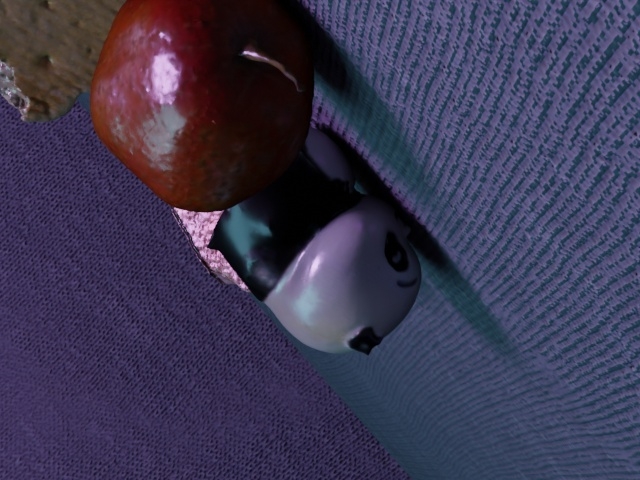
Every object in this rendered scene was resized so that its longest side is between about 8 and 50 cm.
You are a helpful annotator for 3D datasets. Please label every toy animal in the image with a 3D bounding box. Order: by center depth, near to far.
[{"bbox_3d":[0.000,0.000,1.414,0.179,0.138,0.166,41,-167,0],"label":"toy animal"}]

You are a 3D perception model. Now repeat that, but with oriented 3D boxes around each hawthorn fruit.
[{"bbox_3d":[-0.067,-0.112,1.183,0.162,0.162,0.203,49,151,1],"label":"hawthorn fruit"}]

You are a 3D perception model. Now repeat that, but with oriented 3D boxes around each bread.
[{"bbox_3d":[-0.231,-0.209,1.497,0.251,0.182,0.039,54,-174,-48],"label":"bread"}]

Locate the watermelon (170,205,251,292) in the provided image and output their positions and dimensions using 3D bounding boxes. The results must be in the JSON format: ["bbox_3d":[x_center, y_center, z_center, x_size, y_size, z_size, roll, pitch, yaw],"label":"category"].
[{"bbox_3d":[-0.038,-0.040,1.592,0.231,0.128,0.146,61,-157,11],"label":"watermelon"}]
